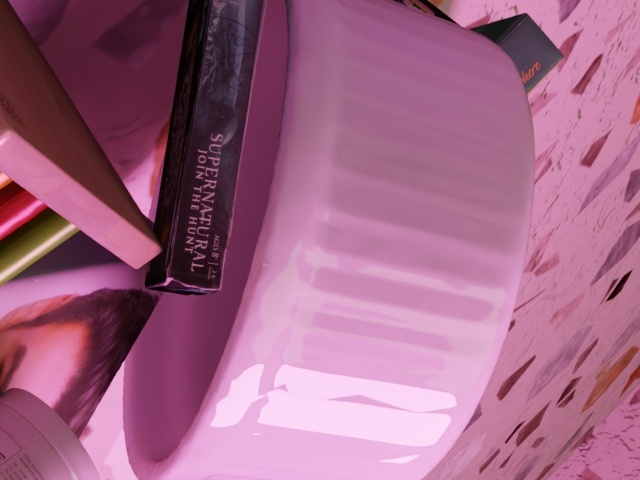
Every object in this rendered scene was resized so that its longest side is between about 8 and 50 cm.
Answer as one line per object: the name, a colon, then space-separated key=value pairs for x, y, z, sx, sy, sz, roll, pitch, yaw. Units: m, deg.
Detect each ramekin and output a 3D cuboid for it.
ramekin: x=0.000 y=0.000 z=0.860 sx=0.277 sy=0.135 sz=0.277 roll=-167 pitch=-90 yaw=-74

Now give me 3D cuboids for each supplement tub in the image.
supplement tub: x=-0.157 y=0.122 z=0.732 sx=0.107 sy=0.071 sz=0.071 roll=-38 pitch=157 yaw=-31

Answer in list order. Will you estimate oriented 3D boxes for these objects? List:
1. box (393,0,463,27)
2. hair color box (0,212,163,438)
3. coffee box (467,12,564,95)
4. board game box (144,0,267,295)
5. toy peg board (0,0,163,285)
box: x=0.034 y=-0.129 z=0.996 sx=0.052 sy=0.083 sz=0.062 roll=-57 pitch=159 yaw=17
hair color box: x=-0.237 y=0.062 z=0.723 sx=0.185 sy=0.113 sz=0.374 roll=-58 pitch=159 yaw=21
coffee box: x=0.075 y=-0.089 z=1.088 sx=0.113 sy=0.040 sz=0.184 roll=-45 pitch=-168 yaw=-12
board game box: x=-0.048 y=-0.069 z=0.748 sx=0.126 sy=0.026 sz=0.186 roll=169 pitch=-70 yaw=-79
toy peg board: x=-0.155 y=-0.056 z=0.642 sx=0.079 sy=0.161 sz=0.160 roll=-35 pitch=160 yaw=3
